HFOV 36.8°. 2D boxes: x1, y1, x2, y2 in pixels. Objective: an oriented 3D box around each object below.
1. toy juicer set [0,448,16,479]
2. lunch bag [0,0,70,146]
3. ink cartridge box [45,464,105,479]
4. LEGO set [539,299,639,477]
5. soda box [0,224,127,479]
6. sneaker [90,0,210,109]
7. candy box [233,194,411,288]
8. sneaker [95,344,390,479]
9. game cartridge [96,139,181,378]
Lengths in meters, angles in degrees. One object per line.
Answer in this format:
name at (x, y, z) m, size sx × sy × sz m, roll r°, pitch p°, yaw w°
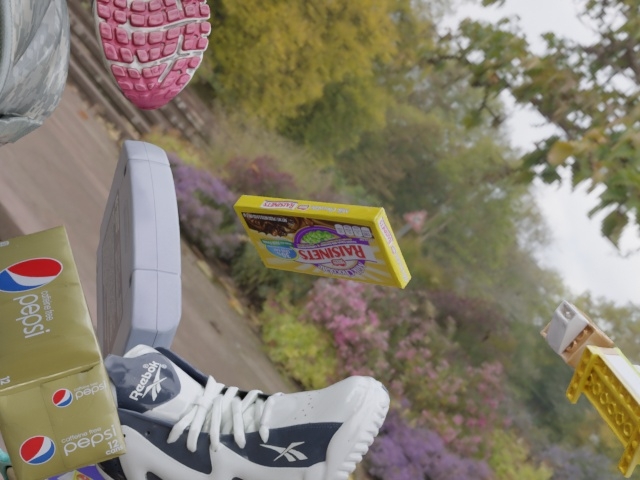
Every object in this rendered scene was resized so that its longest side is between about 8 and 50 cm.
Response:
toy juicer set at (-0.390, 0.359, 1.377) m, size 0.209 × 0.089 × 0.329 m, roll -16°, pitch -68°, yaw 49°
lunch bag at (-0.256, -0.164, 0.547) m, size 0.256 × 0.212 × 0.305 m, roll 58°, pitch -3°, yaw -10°
ink cartridge box at (-0.129, 0.214, 0.851) m, size 0.206 × 0.208 × 0.045 m, roll 89°, pitch 1°, yaw -57°
LEGO set at (0.266, 0.103, 0.655) m, size 0.107 × 0.132 × 0.287 m, roll 6°, pitch -9°, yaw -18°
soda box at (-0.159, 0.058, 0.555) m, size 0.181 × 0.058 × 0.061 m, roll -132°, pitch -150°, yaw -59°
sneaker at (-0.195, -0.268, 1.047) m, size 0.112 × 0.121 × 0.299 m, roll 125°, pitch -41°, yaw -56°
candy box at (0.000, 0.000, 1.113) m, size 0.206 × 0.027 × 0.105 m, roll 7°, pitch -41°, yaw 38°
sneaker at (-0.078, 0.123, 0.665) m, size 0.153 × 0.235 × 0.094 m, roll 48°, pitch 37°, yaw -10°
game cartridge at (-0.202, 0.036, 1.051) m, size 0.062 × 0.198 × 0.297 m, roll 12°, pitch 39°, yaw -23°
